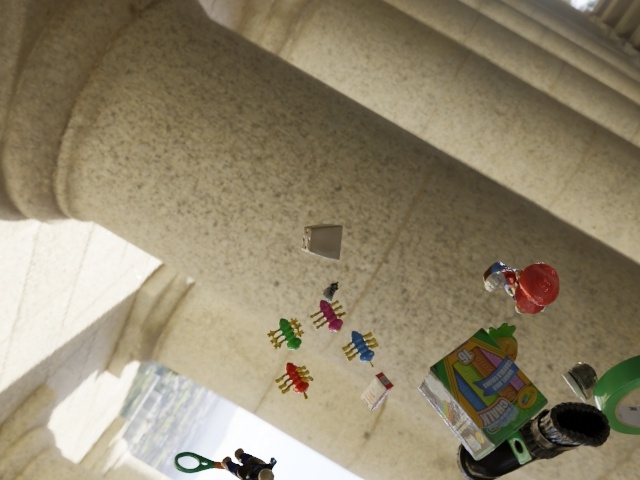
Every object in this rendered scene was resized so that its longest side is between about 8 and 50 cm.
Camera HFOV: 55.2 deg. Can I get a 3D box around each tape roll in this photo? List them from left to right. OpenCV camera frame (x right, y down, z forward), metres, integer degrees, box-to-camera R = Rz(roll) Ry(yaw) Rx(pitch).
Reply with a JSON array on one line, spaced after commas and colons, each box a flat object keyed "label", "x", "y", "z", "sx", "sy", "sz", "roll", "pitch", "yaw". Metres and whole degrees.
[{"label": "tape roll", "x": 1.000, "y": 0.465, "z": 1.849, "sx": 0.077, "sy": 0.321, "sz": 0.321, "roll": -90, "pitch": -157, "yaw": -50}]

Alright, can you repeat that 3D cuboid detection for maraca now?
[{"label": "maraca", "x": 0.492, "y": 0.299, "z": 1.709, "sx": 0.099, "sy": 0.127, "sz": 0.186, "roll": -117, "pitch": -167, "yaw": -49}]

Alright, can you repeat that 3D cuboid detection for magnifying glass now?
[{"label": "magnifying glass", "x": -0.394, "y": 0.778, "z": 2.128, "sx": 0.092, "sy": 0.230, "sz": 0.026, "roll": -119, "pitch": -139, "yaw": -67}]

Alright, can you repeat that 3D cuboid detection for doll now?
[{"label": "doll", "x": -0.165, "y": 0.541, "z": 1.437, "sx": 0.129, "sy": 0.046, "sz": 0.189, "roll": -27, "pitch": -168, "yaw": -34}]

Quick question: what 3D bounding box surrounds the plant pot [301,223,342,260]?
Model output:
[{"label": "plant pot", "x": 0.000, "y": 0.000, "z": 1.899, "sx": 0.109, "sy": 0.096, "sz": 0.109, "roll": -167, "pitch": -98, "yaw": -70}]

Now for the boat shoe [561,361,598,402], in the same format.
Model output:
[{"label": "boat shoe", "x": 0.861, "y": 0.459, "z": 2.003, "sx": 0.091, "sy": 0.109, "sz": 0.305, "roll": -38, "pitch": 151, "yaw": 11}]

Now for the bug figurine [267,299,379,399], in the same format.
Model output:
[{"label": "bug figurine", "x": 0.000, "y": 0.272, "z": 1.580, "sx": 0.279, "sy": 0.216, "sz": 0.072, "roll": -26, "pitch": -178, "yaw": 5}]

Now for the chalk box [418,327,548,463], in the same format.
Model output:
[{"label": "chalk box", "x": 0.403, "y": 0.392, "z": 1.461, "sx": 0.179, "sy": 0.289, "sz": 0.180, "roll": -32, "pitch": 157, "yaw": -18}]

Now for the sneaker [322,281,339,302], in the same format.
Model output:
[{"label": "sneaker", "x": 0.039, "y": 0.167, "z": 2.066, "sx": 0.069, "sy": 0.038, "sz": 0.098, "roll": -47, "pitch": -165, "yaw": 5}]

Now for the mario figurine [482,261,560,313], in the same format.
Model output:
[{"label": "mario figurine", "x": 0.562, "y": 0.149, "z": 1.751, "sx": 0.320, "sy": 0.198, "sz": 0.170, "roll": -111, "pitch": -173, "yaw": -87}]

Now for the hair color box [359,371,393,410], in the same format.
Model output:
[{"label": "hair color box", "x": 0.211, "y": 0.568, "z": 2.307, "sx": 0.043, "sy": 0.072, "sz": 0.141, "roll": -14, "pitch": 144, "yaw": -45}]

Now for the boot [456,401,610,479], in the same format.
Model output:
[{"label": "boot", "x": 0.552, "y": 0.527, "z": 1.614, "sx": 0.347, "sy": 0.131, "sz": 0.260, "roll": -13, "pitch": 160, "yaw": -19}]
